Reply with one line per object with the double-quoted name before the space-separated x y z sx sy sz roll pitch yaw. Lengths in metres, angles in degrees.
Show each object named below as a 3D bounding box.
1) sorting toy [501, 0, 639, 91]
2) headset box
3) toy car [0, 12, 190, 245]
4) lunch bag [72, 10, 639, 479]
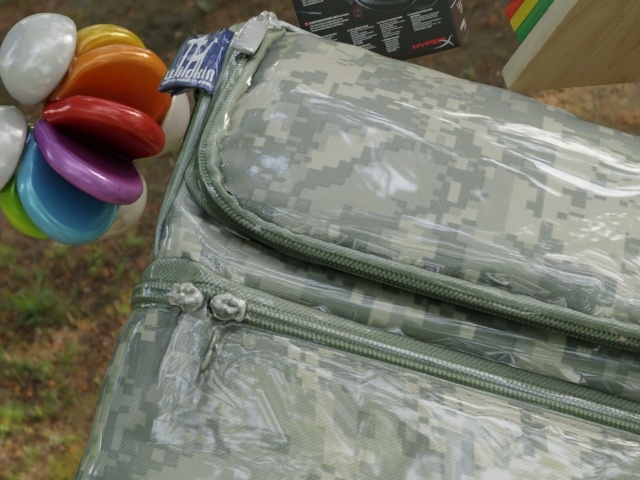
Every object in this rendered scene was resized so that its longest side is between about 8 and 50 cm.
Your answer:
"sorting toy" 0.332 -0.262 1.154 0.255 0.257 0.089 -7 65 -24
"headset box" 0.062 -0.393 1.624 0.218 0.293 0.110 -12 21 18
"toy car" -0.179 -0.075 0.907 0.136 0.159 0.182 36 99 51
"lunch bag" 0.056 0.047 0.540 0.305 0.212 0.256 15 68 3
